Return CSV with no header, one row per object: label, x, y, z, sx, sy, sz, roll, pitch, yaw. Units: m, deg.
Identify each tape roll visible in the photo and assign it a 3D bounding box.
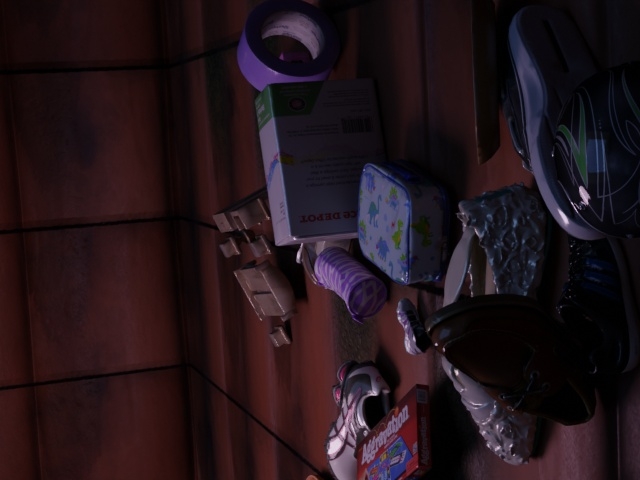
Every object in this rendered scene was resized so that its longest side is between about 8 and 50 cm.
tape roll,-0.062,-0.371,2.121,0.080,0.189,0.189,120,140,-58

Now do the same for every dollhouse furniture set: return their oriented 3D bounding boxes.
dollhouse furniture set,-0.072,0.054,2.476,0.355,0.174,0.303,62,162,-7

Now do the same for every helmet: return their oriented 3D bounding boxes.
helmet,0.322,-0.093,1.130,0.161,0.169,0.169,-97,10,-64

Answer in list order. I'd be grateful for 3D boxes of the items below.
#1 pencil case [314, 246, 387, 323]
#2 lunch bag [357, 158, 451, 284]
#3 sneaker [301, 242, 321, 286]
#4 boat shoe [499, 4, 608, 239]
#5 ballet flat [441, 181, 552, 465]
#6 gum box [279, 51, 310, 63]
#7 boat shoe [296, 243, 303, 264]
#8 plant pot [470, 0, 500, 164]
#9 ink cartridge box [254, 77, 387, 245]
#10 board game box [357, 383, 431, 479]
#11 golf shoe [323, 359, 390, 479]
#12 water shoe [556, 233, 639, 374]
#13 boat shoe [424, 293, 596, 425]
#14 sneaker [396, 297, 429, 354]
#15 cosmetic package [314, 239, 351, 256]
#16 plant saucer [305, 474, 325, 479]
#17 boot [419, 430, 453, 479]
pencil case,0.052,0.078,2.063,0.088,0.086,0.206,-57,24,3
lunch bag,0.135,-0.035,1.791,0.219,0.090,0.176,-139,46,-63
sneaker,0.000,0.000,2.228,0.071,0.066,0.188,161,103,-69
boat shoe,0.291,-0.128,1.314,0.119,0.121,0.335,100,168,-55
ballet flat,0.228,0.119,1.504,0.147,0.147,0.409,-141,48,-64
gum box,-0.066,-0.316,2.339,0.188,0.062,0.107,134,128,-66
boat shoe,-0.021,0.001,2.333,0.046,0.038,0.125,-47,-26,-56
plant pot,0.220,-0.218,1.456,0.236,0.032,0.236,-2,-90,-80
ink cartridge box,0.006,-0.138,1.963,0.117,0.201,0.278,152,111,-70
board game box,0.121,0.365,1.863,0.281,0.027,0.145,121,156,-53
golf shoe,0.076,0.362,2.058,0.120,0.105,0.273,32,126,58
water shoe,0.319,0.058,1.298,0.073,0.080,0.203,120,140,-59
boat shoe,0.241,0.145,1.278,0.110,0.307,0.104,-34,55,31
sneaker,0.163,0.143,1.846,0.069,0.038,0.098,163,92,-69
cosmetic package,0.029,-0.014,2.152,0.041,0.060,0.115,-112,27,-43
plant saucer,0.009,0.613,2.410,0.200,0.037,0.200,174,90,-71
boot,0.158,0.444,1.877,0.190,0.076,0.208,-94,20,-45
